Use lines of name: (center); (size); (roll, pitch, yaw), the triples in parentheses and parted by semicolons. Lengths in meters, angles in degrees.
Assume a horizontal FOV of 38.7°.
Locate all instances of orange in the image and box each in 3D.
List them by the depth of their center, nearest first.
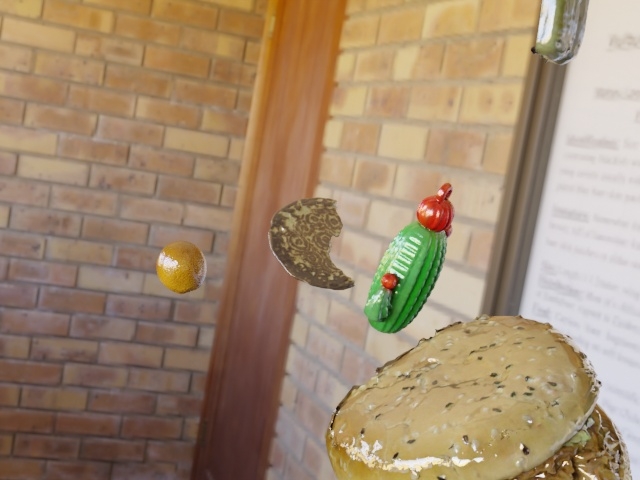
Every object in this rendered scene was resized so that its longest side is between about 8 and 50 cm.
orange: (-0.219, 0.043, 1.439); (0.085, 0.085, 0.085); (10, 5, -1)

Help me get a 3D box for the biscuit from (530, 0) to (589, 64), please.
biscuit: (0.222, -0.310, 0.763); (0.038, 0.322, 0.099); (10, 6, 21)

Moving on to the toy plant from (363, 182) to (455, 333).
toy plant: (0.143, 0.031, 1.359); (0.088, 0.240, 0.155); (32, 3, 23)

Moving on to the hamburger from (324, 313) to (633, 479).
hamburger: (0.189, 0.228, 1.019); (0.318, 0.195, 0.277); (-29, 16, -20)

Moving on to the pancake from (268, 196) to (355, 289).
pancake: (0.000, 0.000, 1.547); (0.184, 0.020, 0.190); (28, 52, 10)
